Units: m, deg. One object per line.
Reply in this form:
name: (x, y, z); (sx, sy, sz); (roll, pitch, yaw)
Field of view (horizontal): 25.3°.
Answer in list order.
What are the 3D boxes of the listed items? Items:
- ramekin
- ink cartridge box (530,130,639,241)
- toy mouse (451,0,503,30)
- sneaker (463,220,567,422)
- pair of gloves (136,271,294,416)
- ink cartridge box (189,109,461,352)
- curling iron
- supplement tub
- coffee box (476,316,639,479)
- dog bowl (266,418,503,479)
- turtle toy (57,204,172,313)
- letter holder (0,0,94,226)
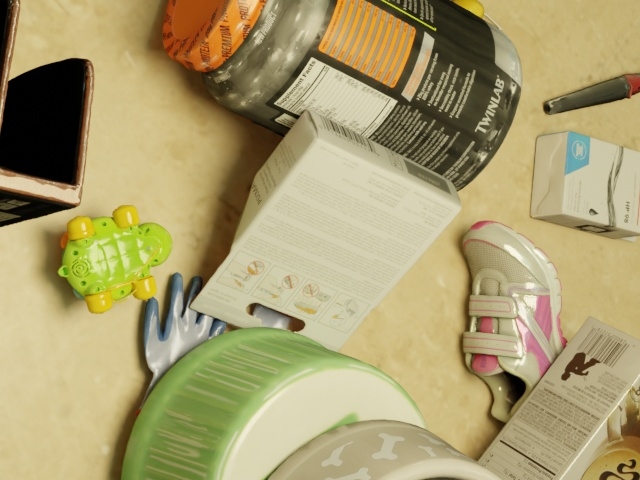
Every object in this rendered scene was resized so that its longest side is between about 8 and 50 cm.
ramekin: (-0.029, 0.242, 1.399); (0.303, 0.148, 0.304); (-2, 94, -35)
ink cartridge box: (0.347, -0.064, 1.750); (0.180, 0.060, 0.104); (12, 79, -32)
toy mouse: (0.153, -0.317, 1.664); (0.161, 0.031, 0.143); (-6, 89, -33)
sneaker: (0.216, 0.101, 1.623); (0.111, 0.103, 0.252); (-28, 100, -34)
pair of gloves: (-0.102, 0.127, 1.460); (0.198, 0.023, 0.159); (22, 73, -32)
ink cartridge box: (0.000, 0.000, 1.445); (0.189, 0.232, 0.066); (24, 32, -30)
curling iron: (0.392, -0.182, 1.806); (0.274, 0.035, 0.068); (-9, 90, -34)
supplement tub: (0.023, -0.191, 1.462); (0.338, 0.207, 0.207); (24, 73, -29)
coffee box: (0.285, 0.260, 1.582); (0.297, 0.119, 0.168); (-51, 126, -8)
dog bowl: (0.071, 0.347, 1.323); (0.348, 0.102, 0.349); (-2, 94, -34)
turtle toy: (-0.198, 0.015, 1.382); (0.130, 0.066, 0.095); (-17, 96, -34)
letter holder: (-0.313, -0.128, 1.179); (0.152, 0.302, 0.215); (12, 78, -32)
